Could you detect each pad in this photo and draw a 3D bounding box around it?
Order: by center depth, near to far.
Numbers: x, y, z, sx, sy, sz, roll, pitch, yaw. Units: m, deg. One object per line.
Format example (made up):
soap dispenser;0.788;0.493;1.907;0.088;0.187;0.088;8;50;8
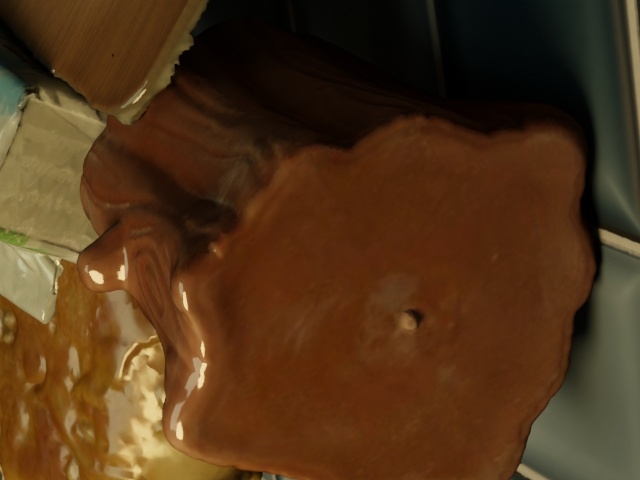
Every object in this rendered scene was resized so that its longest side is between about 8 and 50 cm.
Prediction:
pad;-0.095;-0.232;0.895;0.284;0.018;0.286;41;107;49

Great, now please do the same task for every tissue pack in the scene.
tissue pack;-0.205;-0.061;0.997;0.229;0.159;0.145;36;101;37

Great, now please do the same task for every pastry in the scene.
pastry;-0.127;0.053;1.165;0.284;0.184;0.315;-42;65;44

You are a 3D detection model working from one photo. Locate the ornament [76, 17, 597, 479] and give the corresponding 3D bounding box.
ornament;0.000;0.000;0.854;0.221;0.235;0.217;52;175;-33
